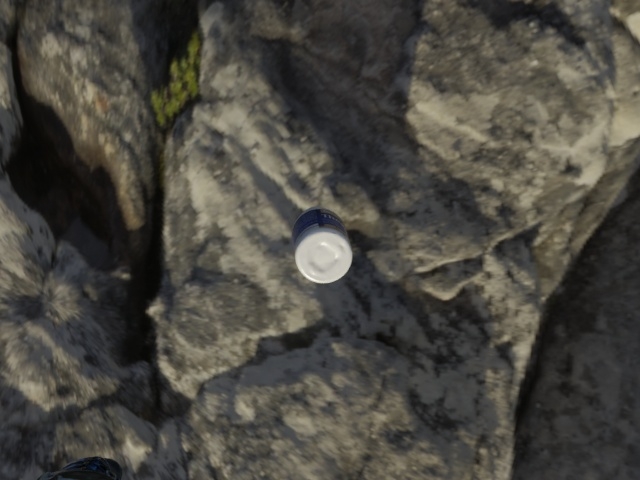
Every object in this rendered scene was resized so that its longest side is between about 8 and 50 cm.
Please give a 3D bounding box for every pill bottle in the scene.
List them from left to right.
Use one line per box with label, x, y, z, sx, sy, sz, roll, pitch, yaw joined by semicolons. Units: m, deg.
pill bottle;0.000;0.000;1.249;0.067;0.120;0.067;-1;109;-4

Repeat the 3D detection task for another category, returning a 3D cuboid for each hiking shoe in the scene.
hiking shoe;-0.319;0.331;1.403;0.113;0.304;0.132;49;56;-7
